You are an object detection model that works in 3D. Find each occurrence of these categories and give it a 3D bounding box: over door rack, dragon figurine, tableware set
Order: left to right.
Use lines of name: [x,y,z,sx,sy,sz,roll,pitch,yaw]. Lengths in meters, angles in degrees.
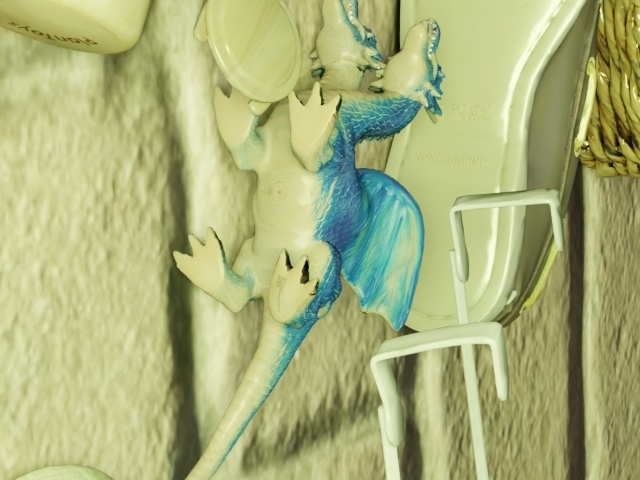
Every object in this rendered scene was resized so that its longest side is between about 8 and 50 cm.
tableware set: [-0.051,-0.152,0.950,0.169,0.020,0.141,46,46,-28]
dragon figurine: [0.000,0.000,1.034,0.144,0.085,0.289,19,77,-59]
over door rack: [0.041,0.150,0.965,0.239,0.108,0.324,-56,152,-68]

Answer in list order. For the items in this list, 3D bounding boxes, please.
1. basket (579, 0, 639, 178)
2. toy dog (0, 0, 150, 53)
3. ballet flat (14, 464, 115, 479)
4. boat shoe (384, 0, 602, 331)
basket: [0.247,-0.194,1.429,0.213,0.223,0.299,-5,100,-26]
toy dog: [-0.111,-0.183,0.737,0.333,0.161,0.220,-5,98,-60]
ballet flat: [-0.089,0.138,0.934,0.168,0.052,0.057,22,76,-59]
boat shoe: [0.111,-0.101,1.190,0.097,0.116,0.324,14,86,-64]
